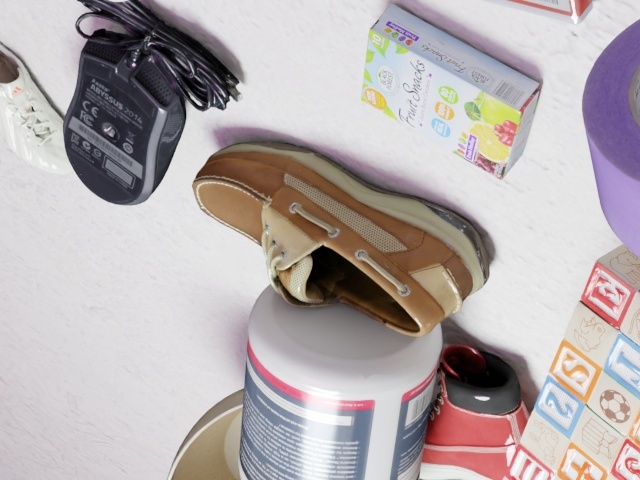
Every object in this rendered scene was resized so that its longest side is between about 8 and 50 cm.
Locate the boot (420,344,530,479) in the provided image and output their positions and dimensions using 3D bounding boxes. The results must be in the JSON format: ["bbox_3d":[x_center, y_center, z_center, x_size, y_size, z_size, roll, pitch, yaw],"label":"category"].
[{"bbox_3d":[0.129,0.172,1.651,0.244,0.088,0.176,7,132,47],"label":"boot"}]

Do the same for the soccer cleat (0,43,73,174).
[{"bbox_3d":[-0.336,-0.152,1.733,0.196,0.068,0.076,49,149,-13],"label":"soccer cleat"}]

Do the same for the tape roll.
[{"bbox_3d":[0.263,-0.069,0.979,0.189,0.189,0.080,19,147,34],"label":"tape roll"}]

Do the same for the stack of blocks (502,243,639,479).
[{"bbox_3d":[0.270,0.159,1.290,0.171,0.087,0.297,39,134,28],"label":"stack of blocks"}]

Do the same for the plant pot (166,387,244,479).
[{"bbox_3d":[-0.047,0.285,1.878,0.284,0.284,0.191,46,-173,-15],"label":"plant pot"}]

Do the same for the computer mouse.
[{"bbox_3d":[-0.179,-0.138,1.563,0.188,0.072,0.272,38,141,6],"label":"computer mouse"}]

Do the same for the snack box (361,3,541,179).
[{"bbox_3d":[0.103,-0.119,1.265,0.141,0.037,0.100,31,151,14],"label":"snack box"}]

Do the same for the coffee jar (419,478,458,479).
[{"bbox_3d":[0.199,0.280,1.723,0.096,0.079,0.184,50,151,-22],"label":"coffee jar"}]

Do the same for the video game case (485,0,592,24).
[{"bbox_3d":[0.078,-0.281,1.060,0.204,0.025,0.285,21,149,31],"label":"video game case"}]

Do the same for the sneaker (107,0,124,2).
[{"bbox_3d":[-0.191,-0.330,1.264,0.124,0.107,0.283,-12,130,39],"label":"sneaker"}]

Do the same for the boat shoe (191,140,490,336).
[{"bbox_3d":[0.000,0.000,1.488,0.324,0.120,0.122,19,147,33],"label":"boat shoe"}]

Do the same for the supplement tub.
[{"bbox_3d":[0.015,0.178,1.579,0.191,0.191,0.272,25,129,25],"label":"supplement tub"}]
